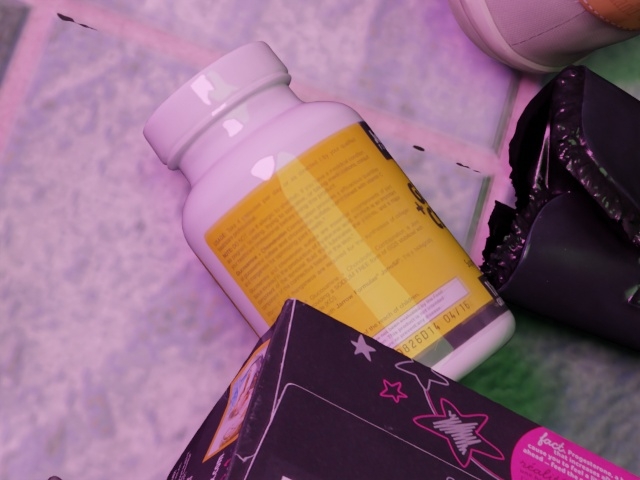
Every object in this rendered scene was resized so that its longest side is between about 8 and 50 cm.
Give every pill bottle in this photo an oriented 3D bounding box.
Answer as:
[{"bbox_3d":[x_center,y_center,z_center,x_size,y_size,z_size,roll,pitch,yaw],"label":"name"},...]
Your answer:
[{"bbox_3d":[0.000,0.000,0.838,0.103,0.103,0.184,-35,84,-21],"label":"pill bottle"}]

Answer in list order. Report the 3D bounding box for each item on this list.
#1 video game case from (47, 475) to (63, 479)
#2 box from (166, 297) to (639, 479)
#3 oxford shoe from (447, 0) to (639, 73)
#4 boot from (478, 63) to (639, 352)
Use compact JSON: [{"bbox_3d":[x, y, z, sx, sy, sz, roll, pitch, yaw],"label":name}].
[{"bbox_3d":[-0.090,0.282,0.762,0.275,0.035,0.248,39,68,1],"label":"video game case"},{"bbox_3d":[0.048,0.171,0.740,0.247,0.142,0.163,27,37,-7],"label":"box"},{"bbox_3d":[0.205,-0.286,0.942,0.169,0.130,0.449,36,68,-32],"label":"oxford shoe"},{"bbox_3d":[0.210,-0.040,0.907,0.207,0.094,0.246,30,74,-7],"label":"boot"}]
